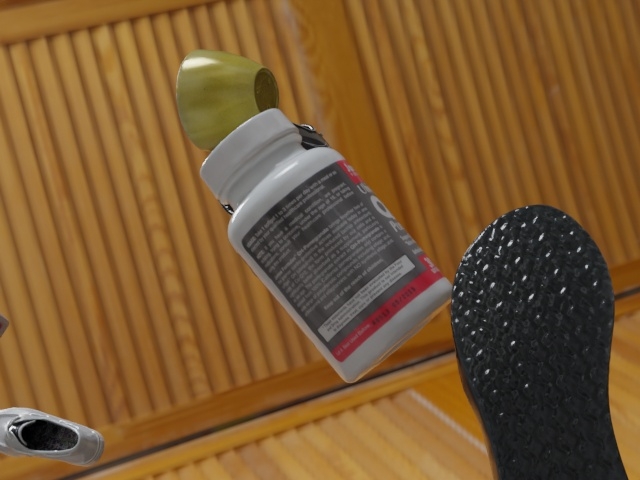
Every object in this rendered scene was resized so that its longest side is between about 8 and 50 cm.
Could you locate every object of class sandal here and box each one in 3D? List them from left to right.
[{"bbox_3d":[0.220,0.173,1.234,0.107,0.167,0.445,86,-179,-62],"label":"sandal"}]

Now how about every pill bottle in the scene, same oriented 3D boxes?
[{"bbox_3d":[0.000,0.000,1.489,0.318,0.176,0.176,50,155,8],"label":"pill bottle"}]

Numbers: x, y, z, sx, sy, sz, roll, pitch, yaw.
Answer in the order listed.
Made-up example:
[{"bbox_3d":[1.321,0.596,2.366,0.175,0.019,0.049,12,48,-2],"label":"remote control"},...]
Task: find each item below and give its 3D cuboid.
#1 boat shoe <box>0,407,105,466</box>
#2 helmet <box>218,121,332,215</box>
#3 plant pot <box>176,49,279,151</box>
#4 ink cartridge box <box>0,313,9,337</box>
[{"bbox_3d":[-0.362,0.246,1.545,0.184,0.066,0.063,13,162,28],"label":"boat shoe"},{"bbox_3d":[-0.050,-0.083,1.690,0.169,0.161,0.169,-9,77,41],"label":"helmet"},{"bbox_3d":[-0.111,-0.186,1.591,0.095,0.134,0.134,-3,106,27],"label":"plant pot"},{"bbox_3d":[-0.377,-0.033,0.876,0.311,0.065,0.186,34,169,16],"label":"ink cartridge box"}]
